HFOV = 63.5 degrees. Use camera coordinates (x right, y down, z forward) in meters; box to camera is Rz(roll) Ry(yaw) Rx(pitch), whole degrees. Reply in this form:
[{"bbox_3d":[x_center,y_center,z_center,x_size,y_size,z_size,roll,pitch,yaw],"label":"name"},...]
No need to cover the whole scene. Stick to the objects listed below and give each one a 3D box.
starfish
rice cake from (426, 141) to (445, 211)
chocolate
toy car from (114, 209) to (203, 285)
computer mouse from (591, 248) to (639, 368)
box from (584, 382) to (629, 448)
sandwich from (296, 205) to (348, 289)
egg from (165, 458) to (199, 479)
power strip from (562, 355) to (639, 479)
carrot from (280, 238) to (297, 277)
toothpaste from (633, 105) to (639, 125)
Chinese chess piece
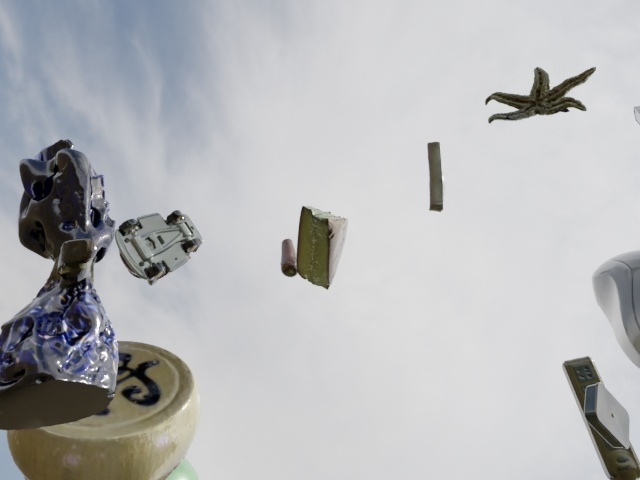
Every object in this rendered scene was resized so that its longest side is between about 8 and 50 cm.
[{"bbox_3d":[0.412,-0.281,0.985,0.208,0.176,0.053,-2,-39,35],"label":"starfish"},{"bbox_3d":[0.326,-0.182,1.469,0.047,0.036,0.207,-5,-102,20],"label":"rice cake"},{"bbox_3d":[-0.286,0.022,0.581,0.148,0.126,0.344,-34,-127,37],"label":"chocolate"},{"bbox_3d":[-0.284,0.019,0.902,0.112,0.139,0.112,56,-37,9],"label":"toy car"},{"bbox_3d":[0.498,0.089,0.719,0.184,0.297,0.121,9,-70,13],"label":"computer mouse"},{"bbox_3d":[0.591,0.362,1.067,0.126,0.091,0.031,43,-41,-17],"label":"box"},{"bbox_3d":[0.000,0.000,1.123,0.094,0.096,0.258,18,-37,9],"label":"sandwich"},{"bbox_3d":[-0.348,0.538,1.044,0.220,0.220,0.270,19,-40,21],"label":"egg"},{"bbox_3d":[0.812,0.522,1.488,0.092,0.388,0.066,-14,-34,7],"label":"power strip"},{"bbox_3d":[-0.089,0.047,1.450,0.055,0.161,0.055,-4,-63,-7],"label":"carrot"},{"bbox_3d":[0.722,-0.250,1.120,0.047,0.196,0.040,-1,-62,20],"label":"toothpaste"},{"bbox_3d":[-0.304,0.247,0.746,0.257,0.257,0.104,17,-69,22],"label":"Chinese chess piece"}]
